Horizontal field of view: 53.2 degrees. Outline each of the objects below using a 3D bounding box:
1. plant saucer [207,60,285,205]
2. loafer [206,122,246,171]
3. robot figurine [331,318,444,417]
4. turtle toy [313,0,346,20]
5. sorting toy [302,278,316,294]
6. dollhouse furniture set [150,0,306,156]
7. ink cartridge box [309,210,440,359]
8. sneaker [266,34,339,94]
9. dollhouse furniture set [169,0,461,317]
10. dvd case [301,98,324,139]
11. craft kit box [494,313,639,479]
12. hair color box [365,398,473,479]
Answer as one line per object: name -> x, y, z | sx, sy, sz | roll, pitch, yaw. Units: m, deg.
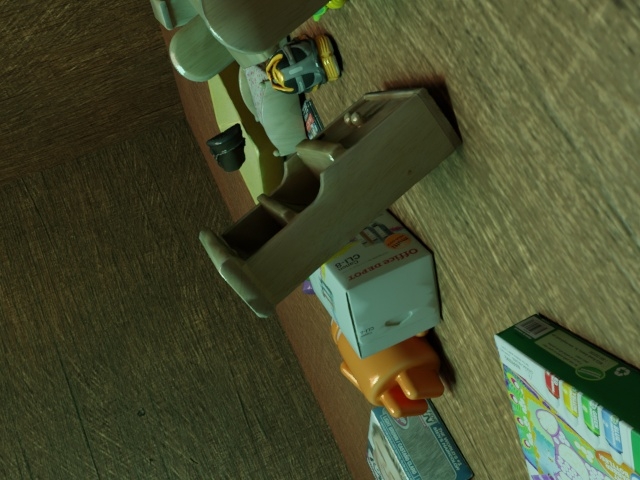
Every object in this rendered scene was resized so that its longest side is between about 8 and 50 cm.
plant saucer -> -0.164, -0.252, 1.484 | 0.333, 0.081, 0.332 | 92, 153, -65
loafer -> -0.185, -0.187, 1.340 | 0.078, 0.080, 0.220 | 58, 175, -5
robot figurine -> 0.095, 0.163, 0.973 | 0.158, 0.128, 0.219 | 81, 162, -50
turtle toy -> -0.023, -0.319, 0.741 | 0.095, 0.066, 0.130 | -132, 22, -59
sorting toy -> 0.000, 0.000, 1.251 | 0.365, 0.127, 0.126 | 91, -176, -69
dollhouse furniture set -> -0.170, -0.283, 1.160 | 0.303, 0.174, 0.355 | -128, 23, -55
ink cartridge box -> 0.065, 0.047, 0.886 | 0.176, 0.128, 0.127 | 51, 160, 52
sneaker -> -0.041, -0.249, 0.923 | 0.084, 0.083, 0.215 | 68, 170, -12
dollhouse furniture set -> -0.098, -0.168, 0.611 | 0.394, 0.256, 0.362 | 51, 174, -19
dvd case -> -0.004, -0.169, 1.078 | 0.087, 0.013, 0.119 | 132, 116, -77
craft kit box -> 0.257, 0.216, 0.531 | 0.246, 0.061, 0.250 | 68, 169, -19
hair color box -> 0.169, 0.419, 1.191 | 0.347, 0.105, 0.173 | 87, 157, -58
